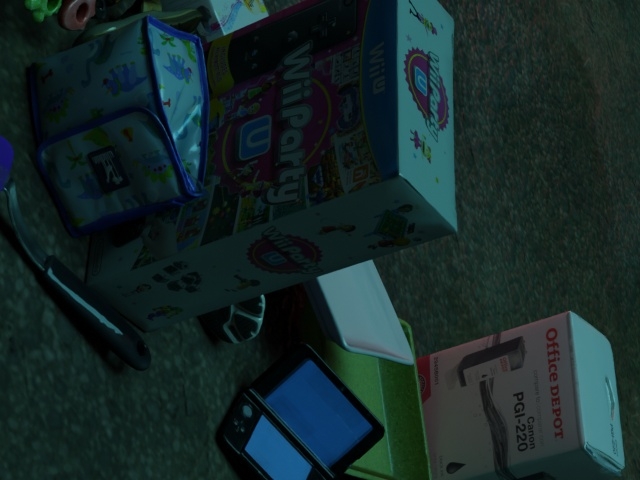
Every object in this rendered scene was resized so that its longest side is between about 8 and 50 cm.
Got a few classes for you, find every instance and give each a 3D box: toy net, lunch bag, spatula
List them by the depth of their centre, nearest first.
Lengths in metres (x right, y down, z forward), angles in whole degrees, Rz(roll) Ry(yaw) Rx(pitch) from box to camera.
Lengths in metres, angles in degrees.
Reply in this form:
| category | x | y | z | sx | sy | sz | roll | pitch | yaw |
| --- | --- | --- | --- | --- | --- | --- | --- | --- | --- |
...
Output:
| category | x | y | z | sx | sy | sz | roll | pitch | yaw |
| --- | --- | --- | --- | --- | --- | --- | --- | --- | --- |
| spatula | -0.222 | -0.001 | 1.385 | 0.296 | 0.030 | 0.084 | 54 | 30 | -30 |
| lunch bag | -0.161 | -0.089 | 1.445 | 0.096 | 0.129 | 0.151 | 14 | 63 | -57 |
| toy net | -0.155 | -0.228 | 1.496 | 0.232 | 0.045 | 0.122 | -7 | 118 | -62 |

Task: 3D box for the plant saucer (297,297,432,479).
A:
| category | x | y | z | sx | sy | sz | roll | pitch | yaw |
| --- | --- | --- | --- | --- | --- | --- | --- | --- | --- |
| plant saucer | 0.037 | 0.155 | 1.748 | 0.188 | 0.045 | 0.188 | 26 | 51 | -54 |

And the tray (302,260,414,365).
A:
| category | x | y | z | sx | sy | sz | roll | pitch | yaw |
| --- | --- | --- | --- | --- | --- | --- | --- | --- | --- |
| tray | 0.000 | 0.000 | 1.713 | 0.145 | 0.030 | 0.270 | 20 | 43 | -60 |

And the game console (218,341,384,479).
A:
| category | x | y | z | sx | sy | sz | roll | pitch | yaw |
| --- | --- | --- | --- | --- | --- | --- | --- | --- | --- |
| game console | -0.016 | 0.173 | 1.586 | 0.122 | 0.071 | 0.107 | 48 | 33 | -13 |

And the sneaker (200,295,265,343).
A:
| category | x | y | z | sx | sy | sz | roll | pitch | yaw |
| --- | --- | --- | --- | --- | --- | --- | --- | --- | --- |
| sneaker | -0.079 | 0.009 | 1.605 | 0.071 | 0.068 | 0.169 | 16 | 59 | -65 |

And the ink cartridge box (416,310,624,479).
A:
| category | x | y | z | sx | sy | sz | roll | pitch | yaw |
| --- | --- | --- | --- | --- | --- | --- | --- | --- | --- |
| ink cartridge box | 0.190 | 0.183 | 1.823 | 0.092 | 0.218 | 0.158 | 37 | 43 | -47 |

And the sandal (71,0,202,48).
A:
| category | x | y | z | sx | sy | sz | roll | pitch | yaw |
| --- | --- | --- | --- | --- | --- | --- | --- | --- | --- |
| sandal | -0.165 | -0.189 | 1.581 | 0.049 | 0.072 | 0.180 | 53 | 30 | 11 |

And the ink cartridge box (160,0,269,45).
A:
| category | x | y | z | sx | sy | sz | roll | pitch | yaw |
| --- | --- | --- | --- | --- | --- | --- | --- | --- | --- |
| ink cartridge box | -0.095 | -0.201 | 1.708 | 0.104 | 0.062 | 0.181 | -38 | 108 | -61 |

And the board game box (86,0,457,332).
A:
| category | x | y | z | sx | sy | sz | roll | pitch | yaw |
| --- | --- | --- | --- | --- | --- | --- | --- | --- | --- |
| board game box | -0.039 | -0.074 | 1.468 | 0.097 | 0.303 | 0.224 | 42 | 39 | -44 |

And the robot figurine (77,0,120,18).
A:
| category | x | y | z | sx | sy | sz | roll | pitch | yaw |
| --- | --- | --- | --- | --- | --- | --- | --- | --- | --- |
| robot figurine | -0.230 | -0.297 | 1.491 | 0.291 | 0.085 | 0.211 | -4 | 82 | -62 |
